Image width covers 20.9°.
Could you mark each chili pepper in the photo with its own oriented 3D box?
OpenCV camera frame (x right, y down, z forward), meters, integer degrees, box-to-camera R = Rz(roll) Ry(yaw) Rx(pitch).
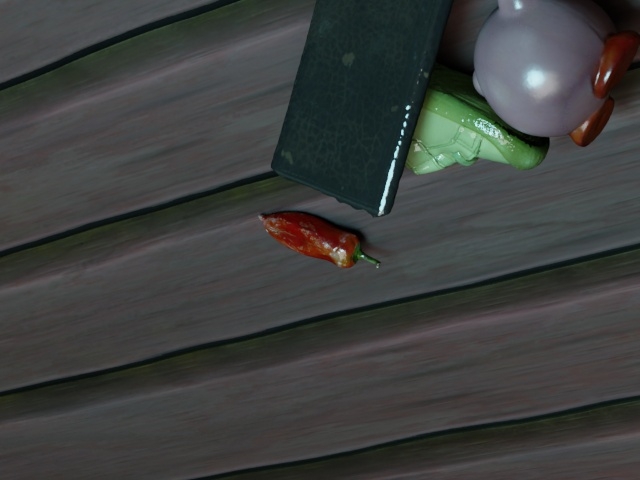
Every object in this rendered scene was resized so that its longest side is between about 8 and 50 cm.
[{"bbox_3d":[0.000,0.000,2.317,0.191,0.050,0.059,22,139,21],"label":"chili pepper"}]

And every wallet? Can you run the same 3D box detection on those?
[{"bbox_3d":[0.054,-0.201,1.993,0.170,0.044,0.321,22,105,26],"label":"wallet"}]

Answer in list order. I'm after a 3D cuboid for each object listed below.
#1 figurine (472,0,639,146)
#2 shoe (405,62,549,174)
[{"bbox_3d":[0.254,-0.200,1.943,0.173,0.173,0.173,12,134,13],"label":"figurine"},{"bbox_3d":[0.147,-0.149,2.064,0.262,0.140,0.128,28,128,9],"label":"shoe"}]
